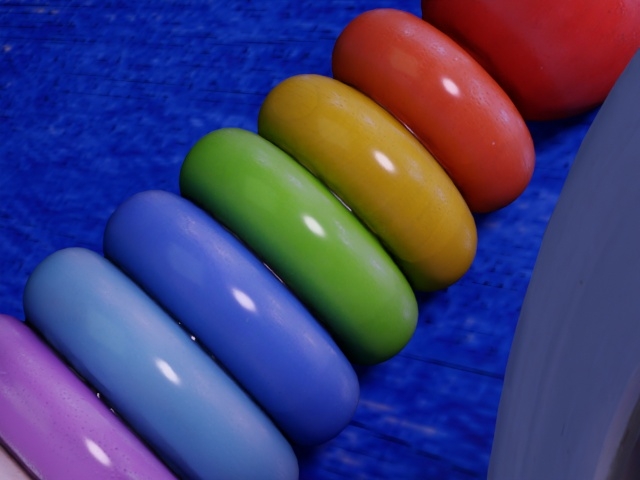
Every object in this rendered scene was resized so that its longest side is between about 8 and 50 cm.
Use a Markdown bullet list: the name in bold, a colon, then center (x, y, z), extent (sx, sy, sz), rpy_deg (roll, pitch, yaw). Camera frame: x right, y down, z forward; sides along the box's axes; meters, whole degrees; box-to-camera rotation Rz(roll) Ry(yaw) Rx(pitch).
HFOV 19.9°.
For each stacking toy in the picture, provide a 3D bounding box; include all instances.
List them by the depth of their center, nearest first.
- **stacking toy**: center (0.000, 0.000, 0.662), extent (0.330, 0.141, 0.141), rpy_deg (-44, 35, -8)

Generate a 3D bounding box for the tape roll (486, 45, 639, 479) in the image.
- **tape roll**: center (0.119, 0.087, 0.335), extent (0.286, 0.100, 0.286), rpy_deg (-175, 90, -76)
